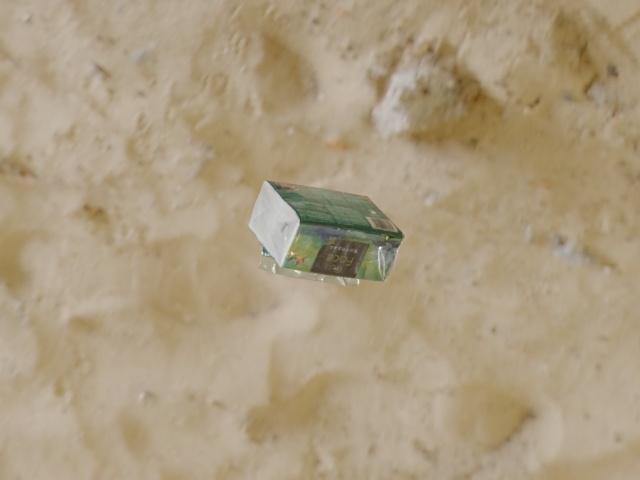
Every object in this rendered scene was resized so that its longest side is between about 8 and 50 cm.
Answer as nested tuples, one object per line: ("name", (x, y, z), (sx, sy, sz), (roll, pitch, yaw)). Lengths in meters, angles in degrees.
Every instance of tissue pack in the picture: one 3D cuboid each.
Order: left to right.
("tissue pack", (0.001, 0.001, 1.655), (0.111, 0.085, 0.079), (8, 115, -31))
